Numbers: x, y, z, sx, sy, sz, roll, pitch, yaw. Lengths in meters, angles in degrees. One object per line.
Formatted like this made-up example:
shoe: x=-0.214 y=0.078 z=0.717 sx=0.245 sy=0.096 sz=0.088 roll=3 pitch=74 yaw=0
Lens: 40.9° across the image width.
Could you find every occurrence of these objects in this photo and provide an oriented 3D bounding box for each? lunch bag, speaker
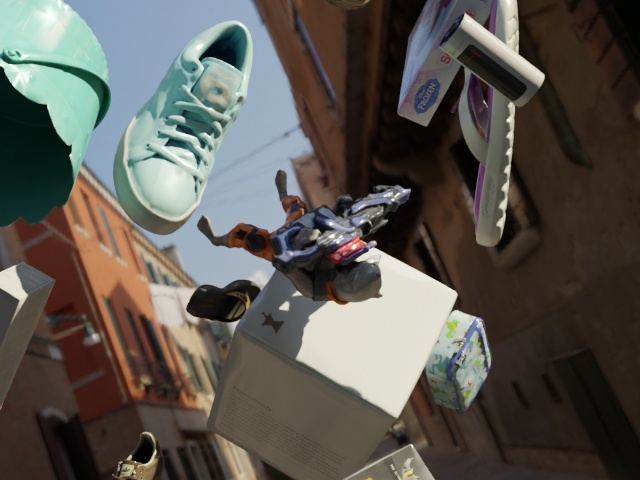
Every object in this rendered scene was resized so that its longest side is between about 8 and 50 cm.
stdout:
lunch bag: x=0.320 y=0.277 z=1.968 sx=0.176 sy=0.090 sz=0.219 roll=-53 pitch=-36 yaw=-28
speaker: x=0.221 y=-0.233 z=1.112 sx=0.055 sy=0.136 sz=0.055 roll=-52 pitch=11 yaw=15

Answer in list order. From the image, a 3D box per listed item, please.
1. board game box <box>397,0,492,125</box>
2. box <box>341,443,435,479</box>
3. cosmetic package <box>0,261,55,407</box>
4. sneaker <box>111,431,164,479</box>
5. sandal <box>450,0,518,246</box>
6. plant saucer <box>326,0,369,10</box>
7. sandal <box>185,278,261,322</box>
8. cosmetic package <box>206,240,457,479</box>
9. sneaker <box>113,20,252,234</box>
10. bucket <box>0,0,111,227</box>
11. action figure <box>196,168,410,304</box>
board game box: x=0.245 y=-0.424 z=1.587 sx=0.319 sy=0.065 sz=0.318 roll=-77 pitch=11 yaw=-51
box: x=0.112 y=0.433 z=1.217 sx=0.183 sy=0.231 sz=0.056 roll=-22 pitch=-26 yaw=-23
cosmetic package: x=-0.446 y=0.152 z=1.159 sx=0.239 sy=0.060 sz=0.099 roll=-63 pitch=-5 yaw=15
sneaker: x=-0.277 y=0.346 z=1.198 sx=0.066 sy=0.071 sz=0.188 roll=3 pitch=28 yaw=12
sandal: x=0.257 y=-0.194 z=1.369 sx=0.102 sy=0.417 sz=0.169 roll=4 pitch=11 yaw=13
plant saucer: x=0.048 y=-0.670 z=1.976 sx=0.277 sy=0.278 sz=0.041 roll=-11 pitch=-1 yaw=-45
sandal: x=-0.181 y=0.126 z=1.714 sx=0.219 sy=0.060 sz=0.090 roll=10 pitch=-74 yaw=-63
cosmetic package: x=0.012 y=0.243 z=1.702 sx=0.329 sy=0.327 sz=0.394 roll=-55 pitch=-9 yaw=-40
sneaker: x=-0.179 y=-0.178 z=1.182 sx=0.135 sy=0.366 sz=0.150 roll=25 pitch=-42 yaw=-20
bucket: x=-0.395 y=-0.168 z=1.030 sx=0.281 sy=0.183 sz=0.281 roll=7 pitch=-41 yaw=6
action figure: x=0.000 y=0.000 z=1.513 sx=0.341 sy=0.330 sz=0.179 roll=-22 pitch=-47 yaw=-36
